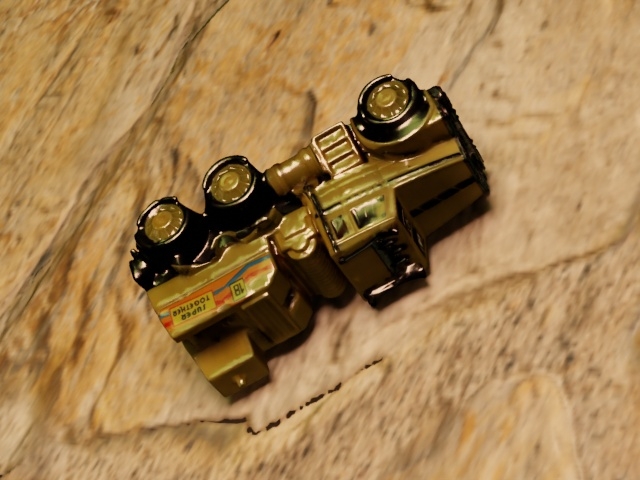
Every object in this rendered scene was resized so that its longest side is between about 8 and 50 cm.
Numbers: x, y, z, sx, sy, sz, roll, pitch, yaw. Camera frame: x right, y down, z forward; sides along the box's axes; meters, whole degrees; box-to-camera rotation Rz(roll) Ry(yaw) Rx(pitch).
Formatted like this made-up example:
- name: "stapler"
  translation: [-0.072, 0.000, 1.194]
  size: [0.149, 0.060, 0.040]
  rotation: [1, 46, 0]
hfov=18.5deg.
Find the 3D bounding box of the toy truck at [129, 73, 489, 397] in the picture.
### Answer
- name: "toy truck"
  translation: [0.000, -0.004, 1.400]
  size: [0.257, 0.127, 0.127]
  rotation: [-32, 52, 4]
